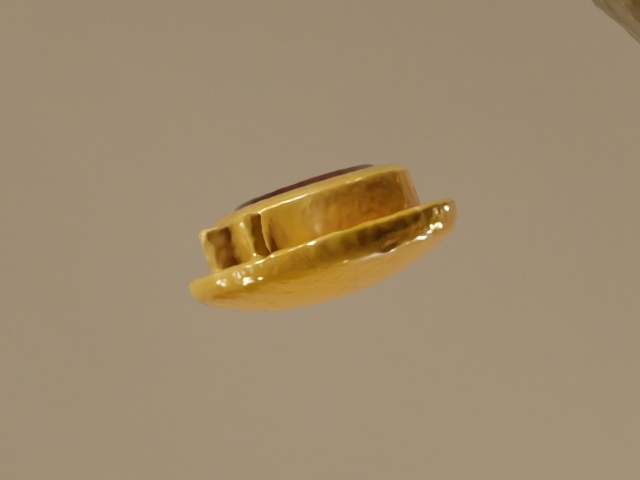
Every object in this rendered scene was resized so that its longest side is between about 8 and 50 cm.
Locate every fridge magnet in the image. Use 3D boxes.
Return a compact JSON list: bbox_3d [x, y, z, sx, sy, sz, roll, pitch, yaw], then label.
[{"bbox_3d":[0.000,0.000,0.592,0.143,0.143,0.063,-18,-91,-24],"label":"fridge magnet"}]

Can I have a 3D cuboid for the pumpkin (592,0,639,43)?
[{"bbox_3d":[0.320,-0.205,0.541,0.454,0.454,0.344,-8,-83,-25],"label":"pumpkin"}]
